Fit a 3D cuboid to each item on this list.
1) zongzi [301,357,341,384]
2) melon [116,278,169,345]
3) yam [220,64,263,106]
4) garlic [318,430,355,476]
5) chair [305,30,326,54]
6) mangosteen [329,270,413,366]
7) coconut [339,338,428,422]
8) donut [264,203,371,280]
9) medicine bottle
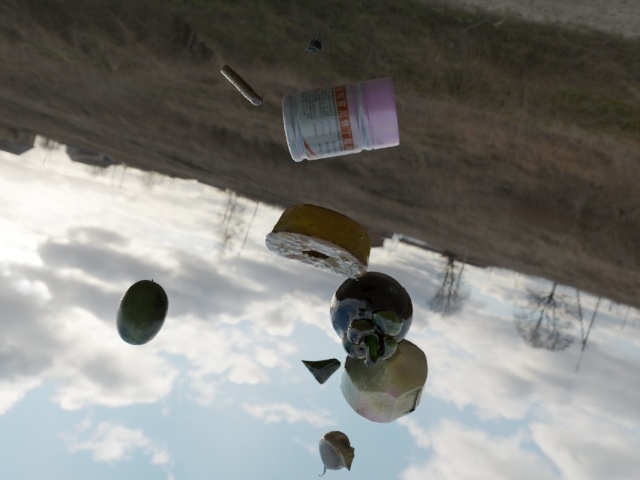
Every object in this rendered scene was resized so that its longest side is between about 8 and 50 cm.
[{"bbox_3d":[0.003,0.406,1.863,0.113,0.104,0.052,47,-173,25],"label":"zongzi"},{"bbox_3d":[-0.418,0.165,1.316,0.114,0.167,0.114,7,148,4],"label":"melon"},{"bbox_3d":[-0.318,-0.627,2.262,0.264,0.046,0.046,47,-163,26],"label":"yam"},{"bbox_3d":[0.042,0.844,2.233,0.129,0.148,0.266,28,144,-3],"label":"garlic"},{"bbox_3d":[-0.013,-0.586,1.677,0.037,0.042,0.086,21,142,-20],"label":"chair"},{"bbox_3d":[0.172,0.256,1.897,0.311,0.311,0.311,17,-177,-1],"label":"mangosteen"},{"bbox_3d":[0.250,0.522,2.170,0.353,0.352,0.352,17,-177,-1],"label":"coconut"},{"bbox_3d":[0.003,0.001,1.432,0.278,0.108,0.277,17,160,7],"label":"donut"},{"bbox_3d":[0.061,-0.351,1.623,0.316,0.202,0.202,-9,-179,6],"label":"medicine bottle"}]
